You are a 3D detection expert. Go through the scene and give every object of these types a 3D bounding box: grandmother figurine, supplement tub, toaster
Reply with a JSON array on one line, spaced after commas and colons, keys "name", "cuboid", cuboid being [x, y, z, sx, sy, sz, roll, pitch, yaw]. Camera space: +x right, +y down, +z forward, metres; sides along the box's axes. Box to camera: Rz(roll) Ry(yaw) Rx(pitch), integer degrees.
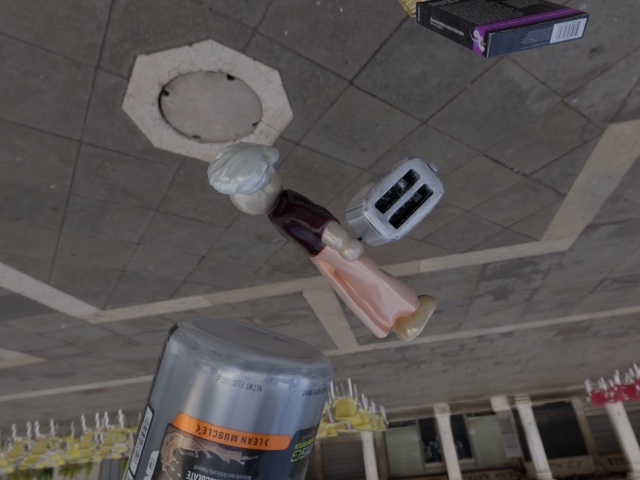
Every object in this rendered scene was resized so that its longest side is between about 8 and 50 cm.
[{"name": "grandmother figurine", "cuboid": [0.000, 0.000, 0.579, 0.342, 0.104, 0.208, 40, 164, -12]}, {"name": "supplement tub", "cuboid": [-0.124, 0.278, 0.523, 0.207, 0.337, 0.207, 15, 176, 1]}, {"name": "toaster", "cuboid": [0.148, -0.077, 0.914, 0.227, 0.129, 0.146, -42, -176, -9]}]

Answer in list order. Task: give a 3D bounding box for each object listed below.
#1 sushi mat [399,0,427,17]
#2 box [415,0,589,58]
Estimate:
[{"name": "sushi mat", "cuboid": [0.241, -0.497, 0.691, 0.317, 0.151, 0.019, -33, 157, 12]}, {"name": "box", "cuboid": [0.197, -0.255, 0.503, 0.116, 0.162, 0.029, -15, 132, -9]}]
